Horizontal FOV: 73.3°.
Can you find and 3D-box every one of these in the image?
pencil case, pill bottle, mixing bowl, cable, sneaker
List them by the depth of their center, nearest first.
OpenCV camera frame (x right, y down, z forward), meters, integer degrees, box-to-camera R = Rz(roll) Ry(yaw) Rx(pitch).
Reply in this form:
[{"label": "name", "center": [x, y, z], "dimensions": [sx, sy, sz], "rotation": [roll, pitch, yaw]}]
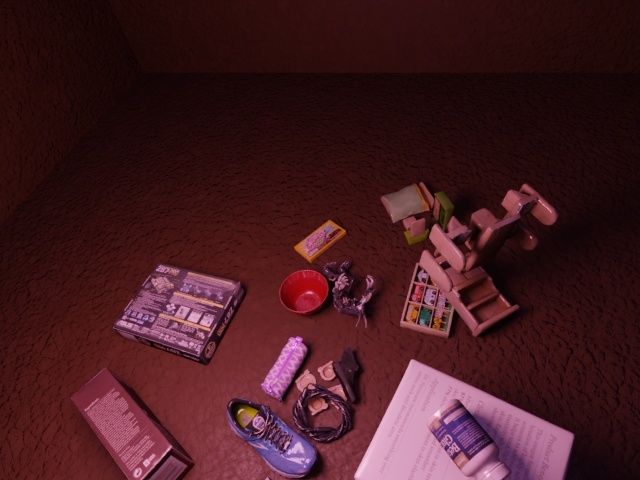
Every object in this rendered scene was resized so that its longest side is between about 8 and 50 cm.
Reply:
[{"label": "pill bottle", "center": [0.313, 0.432, 0.909], "dimensions": [0.094, 0.094, 0.169], "rotation": [-29, 51, -14]}, {"label": "sneaker", "center": [-0.158, 0.577, 1.273], "dimensions": [0.329, 0.147, 0.130], "rotation": [21, 57, 25]}, {"label": "cable", "center": [0.006, 0.536, 1.320], "dimensions": [0.184, 0.047, 0.151], "rotation": [28, 62, 13]}, {"label": "sneaker", "center": [0.099, 0.435, 1.399], "dimensions": [0.089, 0.051, 0.170], "rotation": [-15, 49, -20]}, {"label": "pencil case", "center": [-0.120, 0.425, 1.433], "dimensions": [0.086, 0.088, 0.206], "rotation": [17, 55, 21]}, {"label": "mixing bowl", "center": [-0.053, 0.211, 1.593], "dimensions": [0.181, 0.098, 0.182], "rotation": [-6, 49, 7]}]

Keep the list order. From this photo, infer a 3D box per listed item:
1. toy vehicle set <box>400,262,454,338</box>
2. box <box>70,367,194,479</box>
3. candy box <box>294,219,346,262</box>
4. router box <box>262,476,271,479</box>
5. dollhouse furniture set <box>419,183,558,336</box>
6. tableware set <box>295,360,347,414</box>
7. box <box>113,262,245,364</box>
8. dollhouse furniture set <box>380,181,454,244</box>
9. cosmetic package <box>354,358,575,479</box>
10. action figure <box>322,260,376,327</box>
[{"label": "toy vehicle set", "center": [0.400, 0.209, 1.548], "dimensions": [0.165, 0.035, 0.267], "rotation": [11, 53, 19]}, {"label": "box", "center": [-0.575, 0.585, 1.321], "dimensions": [0.381, 0.191, 0.143], "rotation": [29, 61, 29]}, {"label": "candy box", "center": [0.000, 0.000, 1.807], "dimensions": [0.206, 0.027, 0.105], "rotation": [-38, 51, -21]}, {"label": "router box", "center": [-0.155, 0.746, 1.202], "dimensions": [0.092, 0.038, 0.122], "rotation": [-31, 52, -16]}, {"label": "dollhouse furniture set", "center": [0.532, 0.087, 1.357], "dimensions": [0.362, 0.394, 0.257], "rotation": [-23, 58, -18]}, {"label": "tableware set", "center": [0.006, 0.483, 1.404], "dimensions": [0.141, 0.020, 0.169], "rotation": [-25, 50, -10]}, {"label": "box", "center": [-0.533, 0.265, 1.643], "dimensions": [0.394, 0.097, 0.318], "rotation": [10, 55, 19]}, {"label": "dollhouse furniture set", "center": [0.388, -0.159, 1.783], "dimensions": [0.197, 0.151, 0.302], "rotation": [-18, 49, -4]}, {"label": "cosmetic package", "center": [0.340, 0.574, 1.062], "dimensions": [0.393, 0.328, 0.329], "rotation": [21, 58, 27]}, {"label": "action figure", "center": [0.108, 0.178, 1.553], "dimensions": [0.164, 0.141, 0.276], "rotation": [7, 33, -34]}]
